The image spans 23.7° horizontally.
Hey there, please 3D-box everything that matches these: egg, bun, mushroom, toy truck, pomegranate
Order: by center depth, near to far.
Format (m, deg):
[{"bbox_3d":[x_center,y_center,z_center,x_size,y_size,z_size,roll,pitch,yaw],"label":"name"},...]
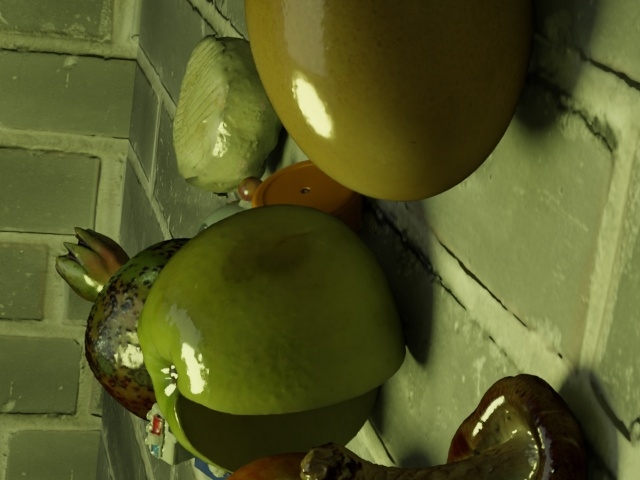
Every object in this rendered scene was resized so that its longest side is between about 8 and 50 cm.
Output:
[{"bbox_3d":[0.082,0.195,1.217,0.227,0.217,0.148,108,158,-44],"label":"mushroom"},{"bbox_3d":[0.061,-0.191,1.315,0.250,0.250,0.322,128,137,-65],"label":"egg"},{"bbox_3d":[-0.141,0.255,2.055,0.213,0.177,0.161,27,121,39],"label":"toy truck"},{"bbox_3d":[-0.125,-0.178,2.209,0.239,0.141,0.239,-172,90,-70],"label":"bun"},{"bbox_3d":[-0.259,0.109,2.273,0.340,0.285,0.285,34,134,19],"label":"pomegranate"}]

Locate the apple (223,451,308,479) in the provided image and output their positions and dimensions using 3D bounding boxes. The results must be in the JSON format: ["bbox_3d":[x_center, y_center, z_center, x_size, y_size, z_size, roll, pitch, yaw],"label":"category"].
[{"bbox_3d":[-0.019,0.338,1.520,0.226,0.246,0.246,-161,74,-64],"label":"apple"}]

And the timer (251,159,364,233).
[{"bbox_3d":[0.000,0.000,1.806,0.132,0.132,0.152,-110,2,-55],"label":"timer"}]

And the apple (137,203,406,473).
[{"bbox_3d":[-0.055,0.109,1.635,0.292,0.254,0.292,41,140,47],"label":"apple"}]

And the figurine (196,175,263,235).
[{"bbox_3d":[-0.084,0.028,2.060,0.274,0.133,0.194,37,136,56],"label":"figurine"}]
